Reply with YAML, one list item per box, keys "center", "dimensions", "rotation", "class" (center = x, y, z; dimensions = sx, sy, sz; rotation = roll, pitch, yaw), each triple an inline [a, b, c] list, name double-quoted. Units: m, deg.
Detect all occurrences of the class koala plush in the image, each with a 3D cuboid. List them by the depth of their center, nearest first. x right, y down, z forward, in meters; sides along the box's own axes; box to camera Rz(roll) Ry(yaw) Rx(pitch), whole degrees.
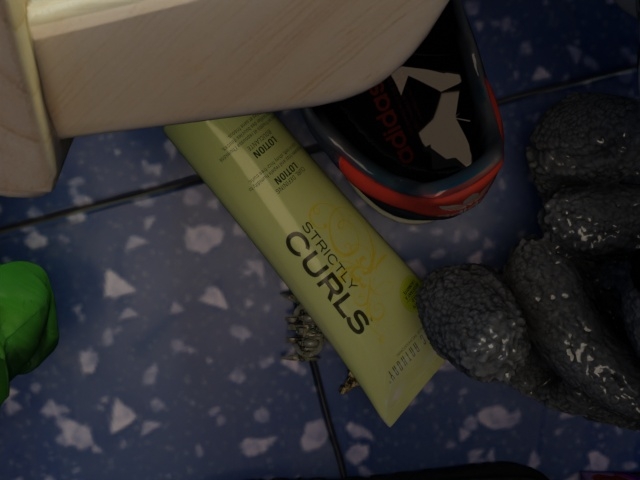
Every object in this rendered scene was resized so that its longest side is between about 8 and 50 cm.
- center: [0.208, 0.042, 0.440]
  dimensions: [0.203, 0.221, 0.196]
  rotation: [37, 83, -20]
  class: "koala plush"

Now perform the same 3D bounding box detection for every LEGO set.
- center: [0.002, 0.068, 0.545]
  dimensions: [0.083, 0.023, 0.054]
  rotation: [31, 93, -6]
  class: "LEGO set"

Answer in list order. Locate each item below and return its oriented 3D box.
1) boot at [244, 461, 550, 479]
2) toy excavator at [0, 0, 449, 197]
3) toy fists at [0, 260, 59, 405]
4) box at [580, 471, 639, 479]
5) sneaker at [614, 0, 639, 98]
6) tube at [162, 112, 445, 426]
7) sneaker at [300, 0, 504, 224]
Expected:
- center: [0.014, 0.244, 0.351]
  dimensions: [0.367, 0.445, 0.146]
  rotation: [-16, 96, -2]
  class: "boot"
- center: [0.086, -0.180, 0.292]
  dimensions: [0.432, 0.222, 0.445]
  rotation: [15, 113, -16]
  class: "toy excavator"
- center: [-0.284, 0.099, 0.476]
  dimensions: [0.279, 0.142, 0.096]
  rotation: [-30, 113, 0]
  class: "toy fists"
- center: [0.290, 0.212, 0.440]
  dimensions: [0.200, 0.293, 0.057]
  rotation: [2, 97, -4]
  class: "box"
- center: [0.323, -0.149, 0.384]
  dimensions: [0.365, 0.210, 0.137]
  rotation: [-13, 122, 13]
  class: "sneaker"
- center: [0.000, 0.000, 0.521]
  dimensions: [0.070, 0.062, 0.240]
  rotation: [-37, 98, 15]
  class: "tube"
- center: [0.000, -0.164, 0.460]
  dimensions: [0.131, 0.148, 0.350]
  rotation: [-36, 96, 1]
  class: "sneaker"
